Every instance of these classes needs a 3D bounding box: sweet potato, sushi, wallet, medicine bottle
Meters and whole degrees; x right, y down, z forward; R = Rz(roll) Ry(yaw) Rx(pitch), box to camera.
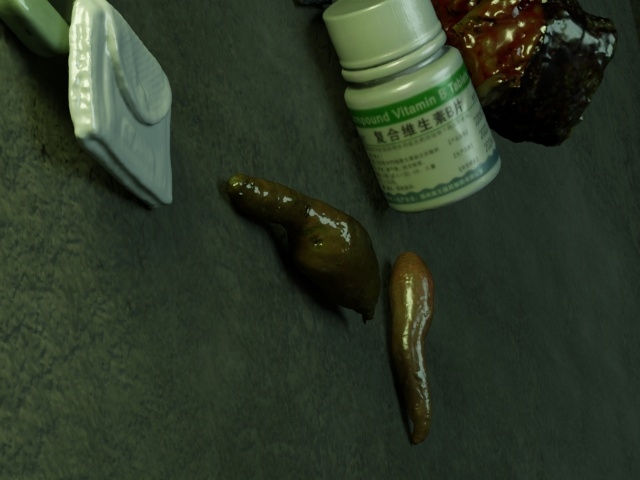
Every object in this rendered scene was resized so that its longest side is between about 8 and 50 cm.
[{"bbox_3d":[0.000,-0.002,1.616,0.269,0.075,0.074,44,36,-46],"label":"sweet potato"},{"bbox_3d":[0.213,-0.227,2.056,0.182,0.196,0.343,15,17,-20],"label":"sushi"},{"bbox_3d":[0.098,0.107,1.821,0.050,0.050,0.214,40,44,-55],"label":"sweet potato"},{"bbox_3d":[-0.149,-0.105,1.329,0.183,0.032,0.124,53,34,-68],"label":"wallet"},{"bbox_3d":[0.098,-0.160,1.875,0.139,0.139,0.237,-60,132,-61],"label":"medicine bottle"}]

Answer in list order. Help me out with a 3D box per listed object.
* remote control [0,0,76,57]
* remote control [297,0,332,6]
[{"bbox_3d":[-0.207,-0.270,1.337,0.090,0.038,0.309,52,31,-44],"label":"remote control"},{"bbox_3d":[-0.009,-0.267,1.855,0.091,0.016,0.034,-21,111,-68],"label":"remote control"}]
